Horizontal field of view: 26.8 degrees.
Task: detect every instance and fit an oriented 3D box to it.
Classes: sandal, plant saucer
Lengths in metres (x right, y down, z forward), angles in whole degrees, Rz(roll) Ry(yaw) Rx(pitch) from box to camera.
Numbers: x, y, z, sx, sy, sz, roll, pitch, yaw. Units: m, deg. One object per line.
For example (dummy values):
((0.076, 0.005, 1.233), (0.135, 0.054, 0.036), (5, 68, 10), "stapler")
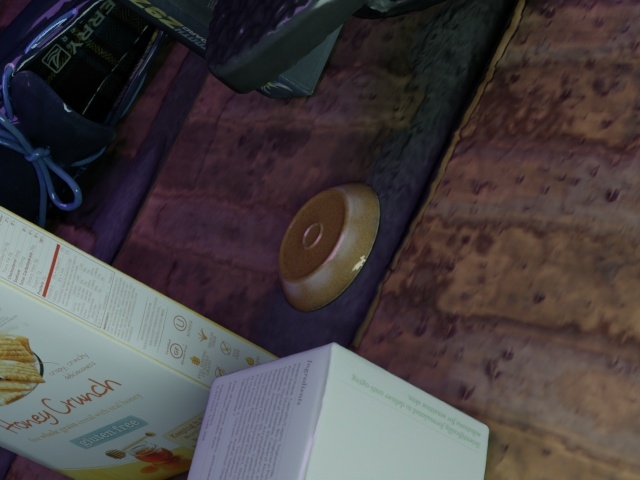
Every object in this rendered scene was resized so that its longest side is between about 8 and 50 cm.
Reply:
((0.090, -0.244, 0.792), (0.167, 0.107, 0.445), (-4, 48, 55), "sandal")
((0.000, 0.000, 0.772), (0.083, 0.015, 0.083), (-36, 38, 34), "plant saucer")

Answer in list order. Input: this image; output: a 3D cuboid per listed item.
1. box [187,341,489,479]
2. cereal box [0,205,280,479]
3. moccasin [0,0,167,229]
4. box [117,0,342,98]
((0.004, 0.114, 0.582), (0.087, 0.101, 0.102), (-20, 48, 46), "box")
((-0.156, 0.061, 0.725), (0.173, 0.240, 0.047), (-27, 43, 43), "cereal box")
((-0.225, -0.116, 1.084), (0.117, 0.138, 0.342), (27, 87, 55), "moccasin")
((-0.041, -0.236, 0.872), (0.059, 0.183, 0.232), (6, 70, 58), "box")
